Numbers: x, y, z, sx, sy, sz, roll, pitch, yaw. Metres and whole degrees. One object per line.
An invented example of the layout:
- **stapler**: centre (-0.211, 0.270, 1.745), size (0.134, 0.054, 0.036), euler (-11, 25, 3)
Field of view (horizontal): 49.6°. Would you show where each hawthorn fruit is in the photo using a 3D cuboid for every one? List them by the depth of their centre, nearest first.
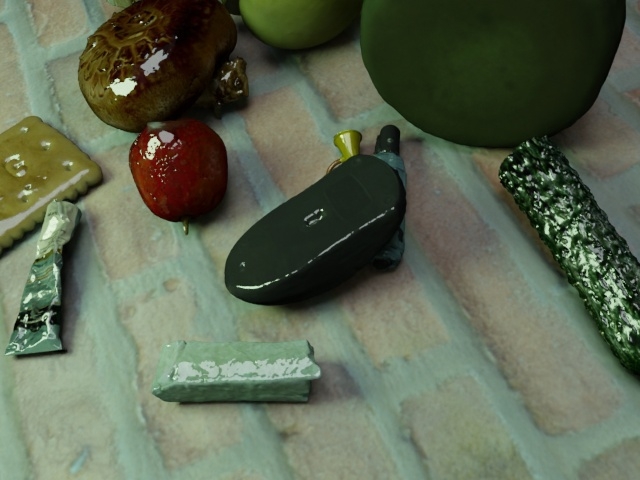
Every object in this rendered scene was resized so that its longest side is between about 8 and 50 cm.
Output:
- **hawthorn fruit**: centre (-0.201, -0.093, 1.007), size (0.148, 0.148, 0.172), euler (-13, 81, -3)

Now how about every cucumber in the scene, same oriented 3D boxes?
- **cucumber**: centre (0.345, 0.018, 0.878), size (0.096, 0.096, 0.359), euler (-17, 53, -6)

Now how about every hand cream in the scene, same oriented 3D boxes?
- **hand cream**: centre (-0.378, 0.046, 0.976), size (0.075, 0.052, 0.248), euler (-17, 56, 22)

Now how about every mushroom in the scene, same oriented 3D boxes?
- **mushroom**: centre (-0.258, -0.297, 1.135), size (0.278, 0.163, 0.297), euler (8, 54, 13)

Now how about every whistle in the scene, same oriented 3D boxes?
- **whistle**: centre (0.039, -0.112, 1.042), size (0.057, 0.046, 0.109), euler (3, 59, -10)

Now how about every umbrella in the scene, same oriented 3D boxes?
- **umbrella**: centre (0.096, -0.069, 0.991), size (0.053, 0.052, 0.250), euler (-18, 48, 33)

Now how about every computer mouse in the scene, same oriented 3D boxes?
- **computer mouse**: centre (0.000, 0.000, 0.921), size (0.269, 0.086, 0.137), euler (-35, 47, 2)

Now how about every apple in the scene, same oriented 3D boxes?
- **apple**: centre (-0.049, -0.480, 1.192), size (0.254, 0.292, 0.292), euler (-27, 55, -19)

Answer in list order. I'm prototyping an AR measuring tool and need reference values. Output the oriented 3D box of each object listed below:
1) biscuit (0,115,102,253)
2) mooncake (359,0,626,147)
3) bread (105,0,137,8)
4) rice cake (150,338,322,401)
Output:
- **biscuit**: centre (-0.519, -0.063, 1.068), size (0.217, 0.044, 0.325), euler (37, 65, 27)
- **mooncake**: centre (0.241, -0.311, 0.971), size (0.356, 0.356, 0.194), euler (11, 53, 14)
- **bread**: centre (-0.296, -0.520, 1.337), size (0.192, 0.110, 0.210), euler (20, 58, 12)
- **rice cake**: centre (-0.099, 0.158, 0.844), size (0.206, 0.063, 0.069), euler (-3, 48, 3)
